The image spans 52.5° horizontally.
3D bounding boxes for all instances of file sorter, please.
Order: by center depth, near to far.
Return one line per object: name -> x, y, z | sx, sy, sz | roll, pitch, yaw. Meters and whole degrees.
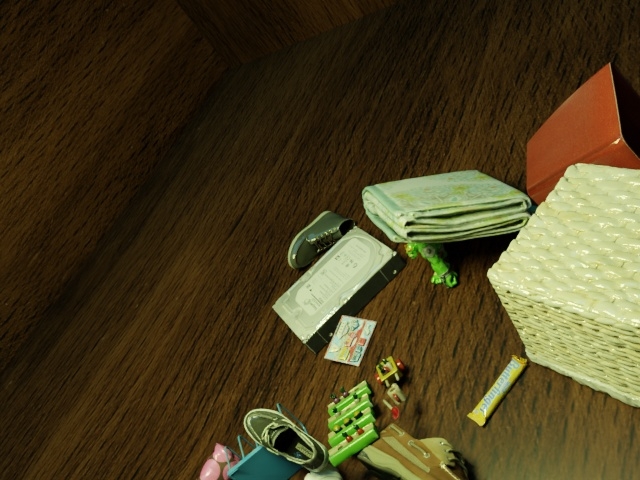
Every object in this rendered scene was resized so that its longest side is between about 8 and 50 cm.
file sorter -> -0.115, 0.470, 1.461 | 0.170, 0.118, 0.104 | -40, 29, 2

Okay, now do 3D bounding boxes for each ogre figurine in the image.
ogre figurine -> 0.271, 0.022, 1.599 | 0.097, 0.118, 0.197 | -22, 36, 27

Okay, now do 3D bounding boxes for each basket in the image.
basket -> 0.533, 0.073, 1.124 | 0.328, 0.266, 0.331 | -49, 34, -14

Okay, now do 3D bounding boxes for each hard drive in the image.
hard drive -> 0.042, 0.124, 1.769 | 0.339, 0.064, 0.237 | -44, 32, -4

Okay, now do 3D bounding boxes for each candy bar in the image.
candy bar -> 0.350, 0.293, 1.278 | 0.161, 0.018, 0.040 | -49, 33, -12

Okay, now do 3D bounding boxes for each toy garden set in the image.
toy garden set -> 0.095, 0.342, 1.371 | 0.204, 0.049, 0.244 | -36, 9, 6

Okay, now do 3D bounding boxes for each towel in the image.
towel -> 0.289, -0.085, 1.563 | 0.321, 0.090, 0.374 | -7, 18, -6

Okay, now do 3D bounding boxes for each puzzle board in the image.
puzzle board -> 0.074, 0.245, 1.605 | 0.096, 0.011, 0.128 | 8, 54, 27

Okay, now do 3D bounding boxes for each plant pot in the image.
plant pot -> 0.589, -0.156, 1.375 | 0.236, 0.267, 0.267 | -32, 30, 40

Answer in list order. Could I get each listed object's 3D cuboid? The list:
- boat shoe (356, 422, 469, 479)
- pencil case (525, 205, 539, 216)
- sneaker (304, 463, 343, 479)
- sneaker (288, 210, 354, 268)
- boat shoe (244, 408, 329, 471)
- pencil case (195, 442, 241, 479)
boat shoe -> 0.202, 0.417, 1.189 | 0.120, 0.122, 0.324 | -49, 33, -21
pencil case -> 0.485, -0.009, 1.461 | 0.070, 0.064, 0.151 | -12, 39, 13
sneaker -> -0.029, 0.563, 1.267 | 0.252, 0.103, 0.111 | -51, 31, -14
sneaker -> 0.000, 0.000, 1.944 | 0.118, 0.083, 0.222 | 13, 59, 52
boat shoe -> -0.081, 0.402, 1.342 | 0.219, 0.070, 0.077 | 16, 71, 35
pencil case -> -0.265, 0.580, 1.506 | 0.209, 0.095, 0.098 | -55, 17, -17
